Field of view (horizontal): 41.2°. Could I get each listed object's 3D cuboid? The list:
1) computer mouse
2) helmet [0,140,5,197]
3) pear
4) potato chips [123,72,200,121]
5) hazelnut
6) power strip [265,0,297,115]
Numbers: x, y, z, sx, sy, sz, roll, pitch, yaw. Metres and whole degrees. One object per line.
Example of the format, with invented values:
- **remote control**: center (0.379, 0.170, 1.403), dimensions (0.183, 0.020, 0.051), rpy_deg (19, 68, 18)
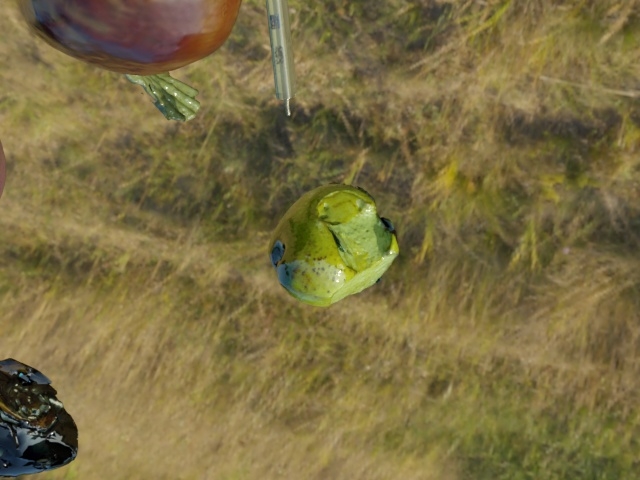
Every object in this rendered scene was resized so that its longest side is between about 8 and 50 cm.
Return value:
- **computer mouse**: center (-0.383, 0.197, 0.949), dimensions (0.241, 0.147, 0.077), rpy_deg (29, -167, -12)
- **helmet**: center (-0.744, -0.149, 1.722), dimensions (0.197, 0.338, 0.271), rpy_deg (-19, 157, -1)
- **pear**: center (0.000, 0.000, 1.728), dimensions (0.238, 0.255, 0.164), rpy_deg (54, 135, 15)
- **potato chips**: center (-0.445, -0.453, 2.014), dimensions (0.373, 0.097, 0.389), rpy_deg (49, -178, 30)
- **hazelnut**: center (-0.323, -0.459, 1.475), dimensions (0.420, 0.421, 0.353), rpy_deg (-7, 114, 45)
- **power strip**: center (-0.079, -0.391, 1.773), dimensions (0.034, 0.092, 0.268), rpy_deg (-3, 110, 8)
